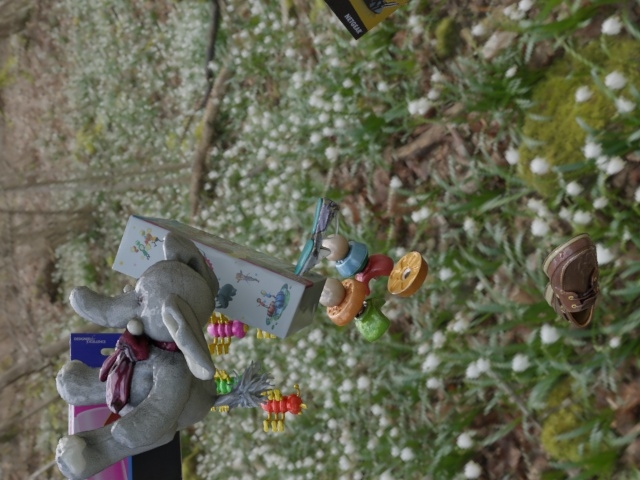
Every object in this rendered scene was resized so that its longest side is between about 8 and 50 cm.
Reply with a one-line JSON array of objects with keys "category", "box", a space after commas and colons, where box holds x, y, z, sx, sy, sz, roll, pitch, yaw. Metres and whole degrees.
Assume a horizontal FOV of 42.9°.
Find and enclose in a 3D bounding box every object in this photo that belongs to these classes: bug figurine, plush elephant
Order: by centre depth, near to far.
[{"category": "plush elephant", "box": [-0.239, 0.142, 1.152, 0.272, 0.329, 0.255, -116, 17, -68]}, {"category": "bug figurine", "box": [-0.130, 0.235, 1.628, 0.072, 0.216, 0.279, -31, -60, -70]}]

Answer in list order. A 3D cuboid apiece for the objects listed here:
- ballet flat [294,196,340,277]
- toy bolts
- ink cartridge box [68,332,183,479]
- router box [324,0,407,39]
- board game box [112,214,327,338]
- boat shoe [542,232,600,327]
[{"category": "ballet flat", "box": [0.000, 0.000, 1.100, 0.041, 0.114, 0.041, 18, -174, -2]}, {"category": "toy bolts", "box": [0.090, 0.058, 1.713, 0.158, 0.218, 0.228, 34, -160, -22]}, {"category": "ink cartridge box", "box": [-0.323, 0.320, 1.349, 0.069, 0.175, 0.371, 128, 139, -54]}, {"category": "router box", "box": [0.103, -0.606, 1.789, 0.081, 0.243, 0.309, 61, -166, 25]}, {"category": "board game box", "box": [-0.159, 0.056, 1.366, 0.303, 0.098, 0.224, 20, -177, 8]}, {"category": "boat shoe", "box": [0.299, 0.049, 0.944, 0.060, 0.064, 0.178, 60, 179, 30]}]
